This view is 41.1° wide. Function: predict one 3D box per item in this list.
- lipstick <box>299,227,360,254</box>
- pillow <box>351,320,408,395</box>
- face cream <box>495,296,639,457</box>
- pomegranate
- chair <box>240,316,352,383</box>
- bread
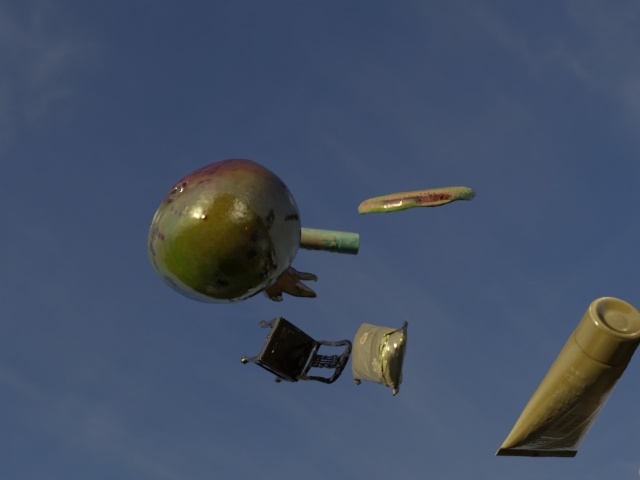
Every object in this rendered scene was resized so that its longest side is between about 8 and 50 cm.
[{"bbox_3d":[0.000,0.000,1.768,0.158,0.048,0.048,6,-50,-8],"label":"lipstick"},{"bbox_3d":[0.128,0.267,1.982,0.059,0.169,0.255,9,-8,-19],"label":"pillow"},{"bbox_3d":[0.377,0.227,1.274,0.137,0.084,0.341,3,-47,-11],"label":"face cream"},{"bbox_3d":[-0.165,0.019,1.560,0.291,0.290,0.323,-15,-67,12],"label":"pomegranate"},{"bbox_3d":[-0.050,0.226,1.753,0.113,0.106,0.229,35,-26,-22],"label":"chair"},{"bbox_3d":[0.181,-0.079,1.633,0.229,0.228,0.033,-8,-85,6],"label":"bread"}]
